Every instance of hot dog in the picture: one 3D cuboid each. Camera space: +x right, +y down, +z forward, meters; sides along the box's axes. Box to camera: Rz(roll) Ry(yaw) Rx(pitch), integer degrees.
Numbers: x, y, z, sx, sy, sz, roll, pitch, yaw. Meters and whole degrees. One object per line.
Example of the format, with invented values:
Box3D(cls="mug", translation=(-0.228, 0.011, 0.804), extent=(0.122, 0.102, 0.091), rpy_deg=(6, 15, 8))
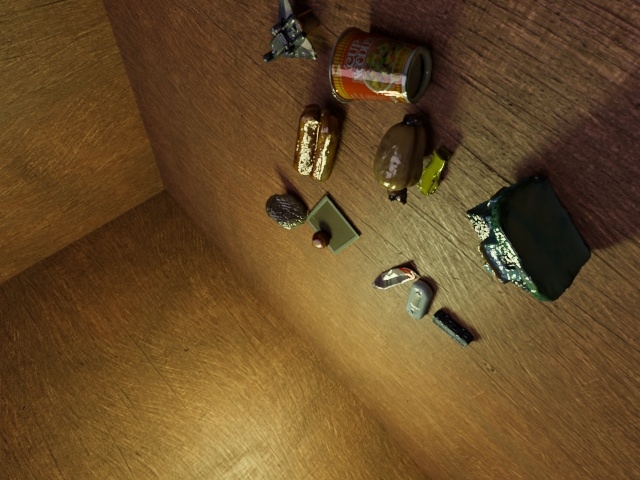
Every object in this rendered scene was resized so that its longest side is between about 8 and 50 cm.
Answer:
Box3D(cls="hot dog", translation=(-0.010, -0.350, 1.481), extent=(0.158, 0.117, 0.349), rpy_deg=(26, 152, 7))

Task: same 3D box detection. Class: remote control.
Box3D(cls="remote control", translation=(0.394, 0.244, 1.652), extent=(0.087, 0.047, 0.244), rpy_deg=(35, 151, 26))

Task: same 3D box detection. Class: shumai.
Box3D(cls="shumai", translation=(-0.161, -0.140, 2.004), extent=(0.209, 0.162, 0.153), rpy_deg=(17, 179, 5))

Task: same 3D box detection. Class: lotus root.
Box3D(cls="lotus root", translation=(0.233, -0.238, 1.182), extent=(0.140, 0.154, 0.257), rpy_deg=(39, 133, 35))

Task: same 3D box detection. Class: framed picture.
Box3D(cls="framed picture", translation=(0.051, -0.064, 1.861), extent=(0.232, 0.019, 0.296), rpy_deg=(52, 154, 1))

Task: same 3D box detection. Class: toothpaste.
Box3D(cls="toothpaste", translation=(0.299, 0.159, 1.706), extent=(0.075, 0.048, 0.301), rpy_deg=(56, 152, 1))

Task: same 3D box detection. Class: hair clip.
Box3D(cls="hair clip", translation=(0.326, -0.198, 1.196), extent=(0.072, 0.046, 0.173), rpy_deg=(51, 155, 25))

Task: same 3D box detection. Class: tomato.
Box3D(cls="tomato", translation=(0.000, 0.000, 1.916), extent=(0.087, 0.075, 0.087), rpy_deg=(34, 146, 27))

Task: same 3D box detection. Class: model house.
Box3D(cls="model house", translation=(0.462, 0.003, 1.022), extent=(0.262, 0.225, 0.241), rpy_deg=(57, 155, -6))

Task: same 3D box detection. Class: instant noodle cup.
Box3D(cls="instant noodle cup", translation=(0.160, -0.431, 1.045), extent=(0.212, 0.193, 0.193), rpy_deg=(24, 144, 32))

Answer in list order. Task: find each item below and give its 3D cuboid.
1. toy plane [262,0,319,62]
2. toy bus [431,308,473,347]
Box3D(cls="toy plane", translation=(-0.125, -0.633, 1.322), extent=(0.316, 0.103, 0.204), rpy_deg=(-1, 123, 59))
Box3D(cls="toy bus", translation=(0.508, 0.341, 1.587), extent=(0.166, 0.047, 0.065), rpy_deg=(40, 156, 23))
